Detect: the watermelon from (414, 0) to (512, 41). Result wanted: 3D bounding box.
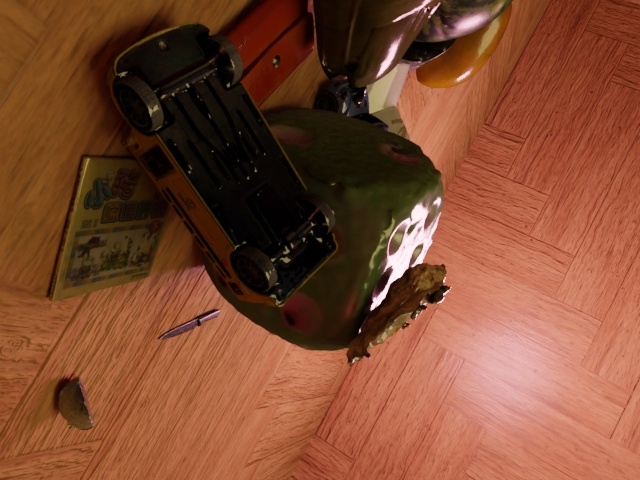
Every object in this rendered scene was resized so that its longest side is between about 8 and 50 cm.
[{"bbox_3d":[0.214,-0.491,0.870,0.285,0.285,0.285,-51,158,-30],"label":"watermelon"}]

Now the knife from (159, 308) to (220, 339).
[{"bbox_3d":[-0.248,0.162,0.982,0.170,0.010,0.023,-18,127,-62],"label":"knife"}]

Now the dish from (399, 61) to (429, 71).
[{"bbox_3d":[0.246,-0.505,1.251,0.224,0.078,0.246,-60,161,-3],"label":"dish"}]

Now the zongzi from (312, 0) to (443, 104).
[{"bbox_3d":[0.149,-0.336,0.723,0.181,0.418,0.447,-52,151,-36],"label":"zongzi"}]

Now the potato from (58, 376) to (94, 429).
[{"bbox_3d":[-0.364,0.237,0.754,0.037,0.036,0.093,-13,117,-19],"label":"potato"}]

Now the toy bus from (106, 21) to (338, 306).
[{"bbox_3d":[-0.125,-0.081,0.631,0.145,0.151,0.331,-43,110,-33],"label":"toy bus"}]

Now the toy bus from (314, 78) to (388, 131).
[{"bbox_3d":[0.056,-0.181,1.077,0.125,0.133,0.292,-31,139,-54],"label":"toy bus"}]

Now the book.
[{"bbox_3d":[-0.267,-0.020,0.679,0.168,0.013,0.192,-16,130,-64],"label":"book"}]

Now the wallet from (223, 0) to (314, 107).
[{"bbox_3d":[-0.082,-0.278,0.756,0.204,0.045,0.142,-53,159,-24],"label":"wallet"}]

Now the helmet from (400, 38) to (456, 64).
[{"bbox_3d":[0.212,-0.462,1.122,0.177,0.153,0.107,-29,-177,-6],"label":"helmet"}]

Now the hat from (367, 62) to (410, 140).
[{"bbox_3d":[0.165,-0.269,1.224,0.258,0.168,0.301,-29,143,-60],"label":"hat"}]

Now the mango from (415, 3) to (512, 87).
[{"bbox_3d":[0.372,-0.547,1.350,0.173,0.211,0.317,6,123,-39],"label":"mango"}]

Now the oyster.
[{"bbox_3d":[0.112,0.108,0.782,0.209,0.072,0.133,-42,164,8],"label":"oyster"}]

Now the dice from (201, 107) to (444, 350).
[{"bbox_3d":[0.010,-0.029,0.898,0.318,0.330,0.322,-36,147,-53],"label":"dice"}]
